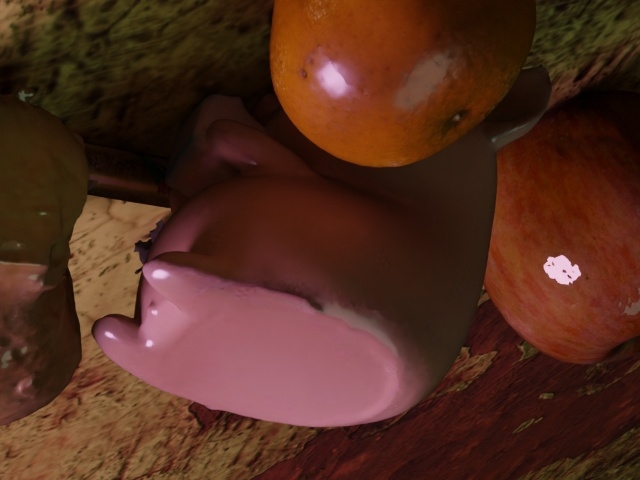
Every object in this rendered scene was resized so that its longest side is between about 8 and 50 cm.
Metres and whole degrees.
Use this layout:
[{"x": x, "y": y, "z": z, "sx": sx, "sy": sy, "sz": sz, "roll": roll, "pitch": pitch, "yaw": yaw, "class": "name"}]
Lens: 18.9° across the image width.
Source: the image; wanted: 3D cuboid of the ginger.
[{"x": -0.199, "y": 0.021, "z": 1.076, "sx": 0.152, "sy": 0.138, "sz": 0.267, "roll": -12, "pitch": 155, "yaw": -13, "class": "ginger"}]

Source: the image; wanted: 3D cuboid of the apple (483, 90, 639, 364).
[{"x": 0.222, "y": -0.008, "z": 1.487, "sx": 0.211, "sy": 0.188, "sz": 0.211, "roll": -22, "pitch": 160, "yaw": -8, "class": "apple"}]

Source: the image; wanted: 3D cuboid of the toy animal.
[{"x": 0.000, "y": -0.004, "z": 1.191, "sx": 0.213, "sy": 0.256, "sz": 0.195, "roll": 27, "pitch": 142, "yaw": -11, "class": "toy animal"}]

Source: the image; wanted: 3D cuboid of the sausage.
[{"x": -0.101, "y": -0.037, "z": 1.217, "sx": 0.033, "sy": 0.033, "sz": 0.269, "roll": -39, "pitch": 157, "yaw": 23, "class": "sausage"}]

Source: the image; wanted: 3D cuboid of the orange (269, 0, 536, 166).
[{"x": 0.040, "y": -0.119, "z": 1.068, "sx": 0.159, "sy": 0.136, "sz": 0.159, "roll": -32, "pitch": 164, "yaw": -10, "class": "orange"}]

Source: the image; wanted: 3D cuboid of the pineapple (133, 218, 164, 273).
[{"x": -0.076, "y": 0.004, "z": 1.339, "sx": 0.124, "sy": 0.058, "sz": 0.058, "roll": 8, "pitch": 140, "yaw": -37, "class": "pineapple"}]
